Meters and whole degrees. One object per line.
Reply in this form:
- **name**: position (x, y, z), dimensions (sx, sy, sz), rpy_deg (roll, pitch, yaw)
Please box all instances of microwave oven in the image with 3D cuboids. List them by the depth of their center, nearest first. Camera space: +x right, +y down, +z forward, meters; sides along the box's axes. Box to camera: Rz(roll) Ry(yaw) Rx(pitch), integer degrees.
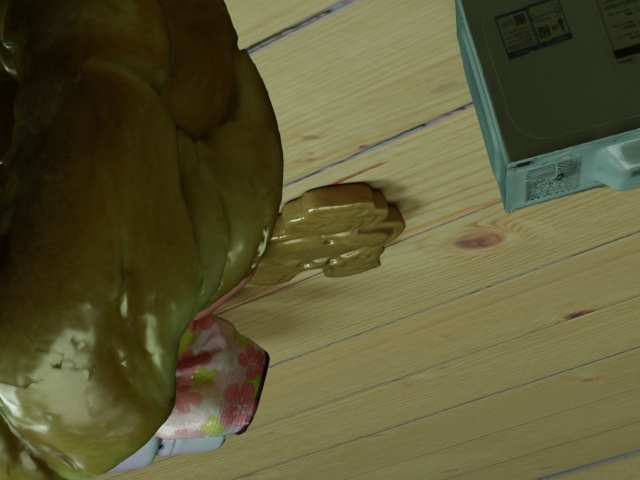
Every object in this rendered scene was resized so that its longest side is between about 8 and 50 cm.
- **microwave oven**: position (0.205, -0.119, 1.321), dimensions (0.208, 0.162, 0.122), rpy_deg (-15, 164, 1)

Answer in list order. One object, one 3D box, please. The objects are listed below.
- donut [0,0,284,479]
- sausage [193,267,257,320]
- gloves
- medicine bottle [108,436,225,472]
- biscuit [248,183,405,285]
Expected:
- **donut**: position (-0.169, -0.025, 1.137), dimensions (0.170, 0.360, 0.360), rpy_deg (24, 145, -37)
- **sausage**: position (-0.105, 0.031, 1.819), dimensions (0.062, 0.062, 0.154), rpy_deg (-2, 163, -26)
- **gloves**: position (-0.173, 0.115, 1.942), dimensions (0.241, 0.145, 0.126), rpy_deg (23, -178, -18)
- **medicine bottle**: position (-0.234, 0.168, 2.053), dimensions (0.255, 0.152, 0.152), rpy_deg (-4, 163, -20)
- **biscuit**: position (0.003, -0.001, 1.833), dimensions (0.144, 0.040, 0.236), rpy_deg (-12, 167, -12)
